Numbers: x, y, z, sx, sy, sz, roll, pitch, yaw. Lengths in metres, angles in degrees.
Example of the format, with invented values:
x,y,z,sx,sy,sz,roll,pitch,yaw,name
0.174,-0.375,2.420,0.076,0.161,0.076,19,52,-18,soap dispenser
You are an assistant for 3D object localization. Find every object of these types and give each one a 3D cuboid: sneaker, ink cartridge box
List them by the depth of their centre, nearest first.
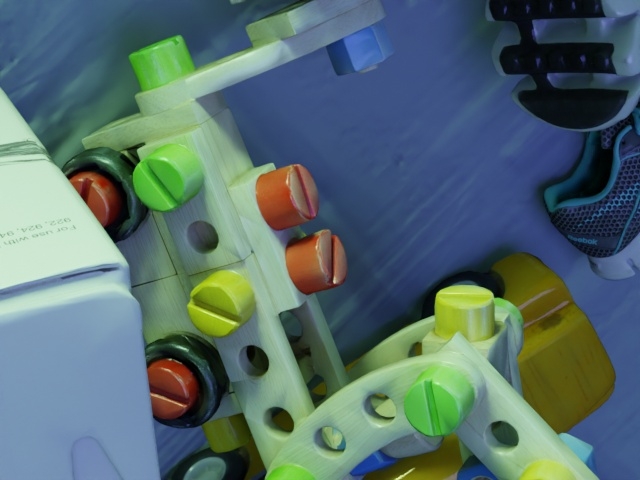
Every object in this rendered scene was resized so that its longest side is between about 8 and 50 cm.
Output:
x,y,z,sx,sy,sz,roll,pitch,yaw,name
-0.165,0.053,0.848,0.114,0.273,0.198,-14,118,-18,ink cartridge box
0.139,-0.209,0.974,0.118,0.110,0.292,-28,119,-40,sneaker
0.192,-0.057,1.084,0.076,0.065,0.166,32,97,-28,sneaker

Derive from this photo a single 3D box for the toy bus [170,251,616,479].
x,y,z,sx,sy,sz,roll,pitch,yaw,name
0.024,0.151,1.065,0.332,0.130,0.108,-34,123,-6,toy bus

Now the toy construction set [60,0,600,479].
x,y,z,sx,sy,sz,roll,pitch,yaw,name
0.000,0.000,0.932,0.151,0.215,0.328,-11,86,-62,toy construction set
